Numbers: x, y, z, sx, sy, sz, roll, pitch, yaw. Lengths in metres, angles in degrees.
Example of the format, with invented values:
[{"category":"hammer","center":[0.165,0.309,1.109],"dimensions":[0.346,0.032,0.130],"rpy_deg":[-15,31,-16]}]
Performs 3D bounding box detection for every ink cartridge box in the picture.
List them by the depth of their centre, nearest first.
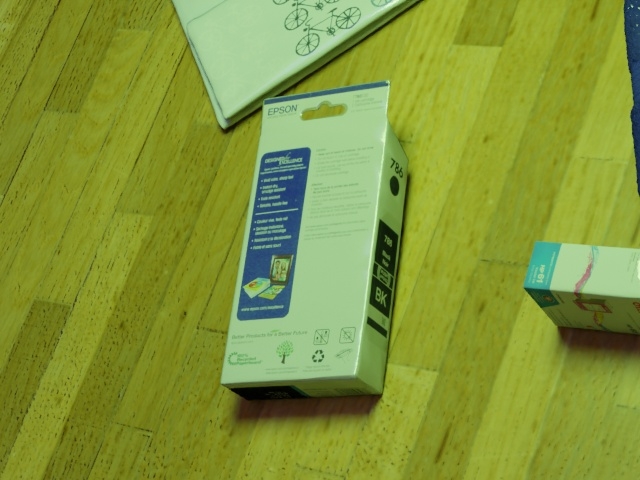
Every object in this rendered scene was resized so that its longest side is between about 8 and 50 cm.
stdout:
[{"category":"ink cartridge box","center":[0.262,0.045,1.496],"dimensions":[0.122,0.088,0.052],"rpy_deg":[3,65,34]},{"category":"ink cartridge box","center":[0.000,0.000,1.696],"dimensions":[0.165,0.065,0.332],"rpy_deg":[-5,65,31]}]

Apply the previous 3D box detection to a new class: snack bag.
[{"category":"snack bag","center":[-0.036,-0.335,1.950],"dimensions":[0.323,0.037,0.342],"rpy_deg":[-33,50,12]}]

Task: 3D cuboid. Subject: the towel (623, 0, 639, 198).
[{"category":"towel","center":[0.398,-0.169,1.508],"dimensions":[0.228,0.076,0.308],"rpy_deg":[-10,60,19]}]
